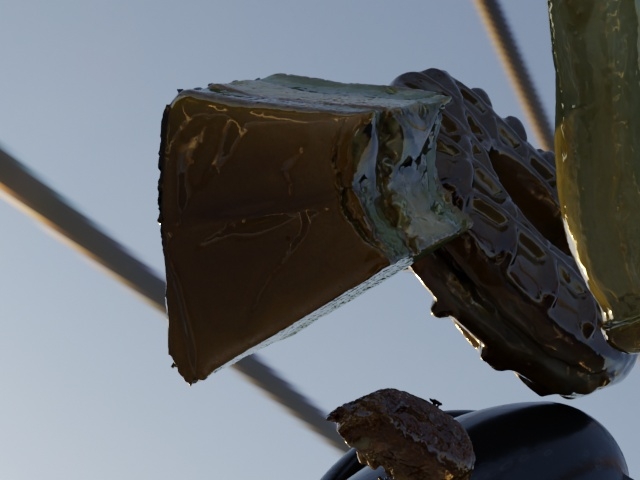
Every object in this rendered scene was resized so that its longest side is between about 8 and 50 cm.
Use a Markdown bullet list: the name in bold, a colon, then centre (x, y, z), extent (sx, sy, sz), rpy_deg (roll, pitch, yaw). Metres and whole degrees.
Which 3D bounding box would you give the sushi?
- **sushi**: centre (0.058, 0.140, 1.116), extent (0.118, 0.061, 0.060), rpy_deg (40, -56, -9)

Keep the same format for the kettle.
- **kettle**: centre (0.112, 0.223, 1.333), extent (0.268, 0.290, 0.207), rpy_deg (14, -58, 36)

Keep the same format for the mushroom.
- **mushroom**: centre (0.172, -0.079, 0.942), extent (0.081, 0.100, 0.312), rpy_deg (0, -60, 24)

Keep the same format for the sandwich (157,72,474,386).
- **sandwich**: centre (0.000, 0.000, 1.233), extent (0.198, 0.155, 0.227), rpy_deg (9, -74, 31)

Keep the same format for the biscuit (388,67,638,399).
- **biscuit**: centre (0.155, -0.010, 1.429), extent (0.332, 0.332, 0.103), rpy_deg (40, -67, -18)
